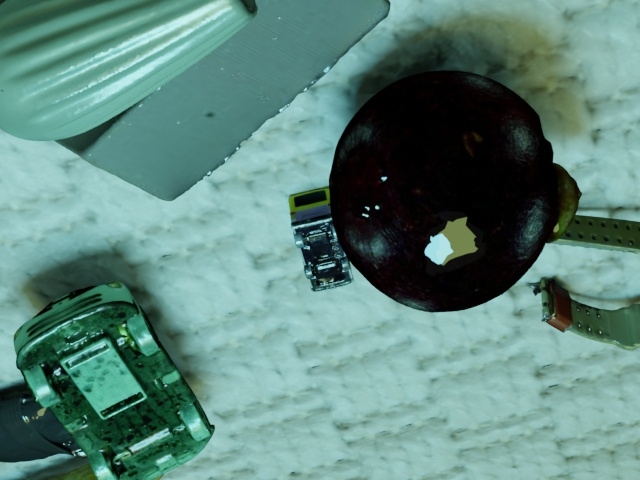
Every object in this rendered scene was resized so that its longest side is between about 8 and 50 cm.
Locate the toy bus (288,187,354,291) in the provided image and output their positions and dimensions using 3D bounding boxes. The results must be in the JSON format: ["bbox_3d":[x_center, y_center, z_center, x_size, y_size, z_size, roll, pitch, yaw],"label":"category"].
[{"bbox_3d":[0.000,0.000,1.679,0.052,0.058,0.102,-13,136,4],"label":"toy bus"}]

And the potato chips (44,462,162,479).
[{"bbox_3d":[-0.328,0.305,1.965,0.407,0.080,0.057,-22,150,14],"label":"potato chips"}]

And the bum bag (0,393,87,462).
[{"bbox_3d":[-0.365,0.220,1.864,0.248,0.060,0.123,-14,142,6],"label":"bum bag"}]

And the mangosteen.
[{"bbox_3d":[0.136,-0.045,1.535,0.265,0.228,0.228,2,141,-36],"label":"mangosteen"}]

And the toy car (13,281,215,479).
[{"bbox_3d":[-0.220,0.144,1.748,0.136,0.125,0.306,-27,142,-1],"label":"toy car"}]

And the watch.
[{"bbox_3d":[0.304,0.043,1.785,0.268,0.102,0.165,9,139,-11],"label":"watch"}]

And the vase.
[{"bbox_3d":[-0.168,-0.170,1.365,0.248,0.128,0.128,-19,141,22],"label":"vase"}]

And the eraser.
[{"bbox_3d":[-0.096,-0.147,1.467,0.111,0.077,0.352,28,128,-34],"label":"eraser"}]
